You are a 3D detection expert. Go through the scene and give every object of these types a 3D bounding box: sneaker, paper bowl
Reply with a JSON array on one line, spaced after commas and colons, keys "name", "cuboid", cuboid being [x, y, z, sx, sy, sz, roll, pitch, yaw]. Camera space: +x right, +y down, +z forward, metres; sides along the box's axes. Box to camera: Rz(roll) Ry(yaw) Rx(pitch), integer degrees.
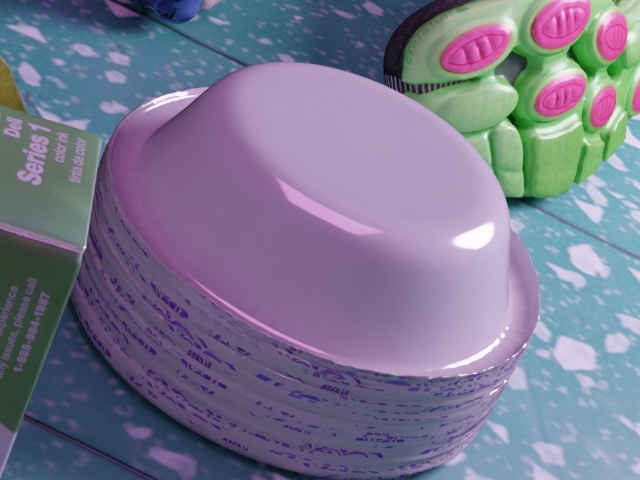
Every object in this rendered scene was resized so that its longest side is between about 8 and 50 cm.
[{"name": "sneaker", "cuboid": [0.164, -0.164, 1.540, 0.202, 0.185, 0.483, 18, 23, 24]}, {"name": "paper bowl", "cuboid": [0.000, 0.000, 1.153, 0.284, 0.148, 0.284, 19, 32, -12]}]

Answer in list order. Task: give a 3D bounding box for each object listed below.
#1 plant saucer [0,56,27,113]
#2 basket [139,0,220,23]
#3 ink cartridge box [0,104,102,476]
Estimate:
[{"name": "plant saucer", "cuboid": [-0.270, -0.105, 1.141, 0.188, 0.045, 0.188, 28, -12, 4]}, {"name": "basket", "cuboid": [-0.143, -0.291, 1.445, 0.289, 0.201, 0.255, -15, 46, -29]}, {"name": "ink cartridge box", "cuboid": [-0.265, 0.016, 0.878, 0.278, 0.201, 0.117, 17, 30, -12]}]
